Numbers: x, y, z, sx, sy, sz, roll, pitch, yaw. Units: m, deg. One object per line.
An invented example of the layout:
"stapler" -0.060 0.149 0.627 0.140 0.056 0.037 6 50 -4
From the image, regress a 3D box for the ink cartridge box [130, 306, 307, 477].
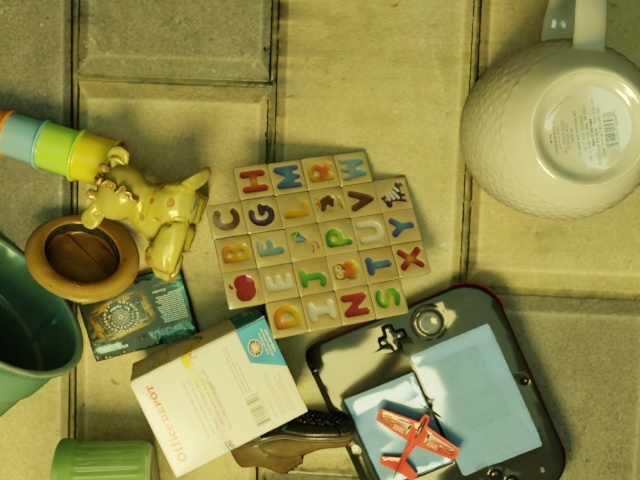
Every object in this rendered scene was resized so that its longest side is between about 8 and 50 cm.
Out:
"ink cartridge box" -0.169 0.238 1.568 0.232 0.168 0.171 -25 96 -8

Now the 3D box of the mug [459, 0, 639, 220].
"mug" 0.366 -0.213 1.443 0.276 0.328 0.374 4 96 1

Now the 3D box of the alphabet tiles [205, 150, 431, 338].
"alphabet tiles" 0.000 0.000 1.552 0.342 0.011 0.285 -9 75 -17

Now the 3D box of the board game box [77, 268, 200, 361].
"board game box" -0.312 0.125 1.653 0.186 0.026 0.126 -15 96 3

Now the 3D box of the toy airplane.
"toy airplane" 0.153 0.342 1.616 0.151 0.028 0.151 1 98 8

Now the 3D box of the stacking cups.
"stacking cups" -0.484 -0.174 1.601 0.316 0.096 0.096 20 96 3

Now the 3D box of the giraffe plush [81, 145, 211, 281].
"giraffe plush" -0.283 -0.053 1.543 0.170 0.210 0.181 21 60 -1

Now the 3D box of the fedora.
"fedora" -0.394 0.043 1.604 0.194 0.194 0.079 17 135 0

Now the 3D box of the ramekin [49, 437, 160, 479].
"ramekin" -0.337 0.465 1.561 0.148 0.303 0.304 -4 96 -5

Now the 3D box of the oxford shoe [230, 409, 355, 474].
"oxford shoe" -0.045 0.345 1.641 0.227 0.083 0.096 -8 109 19

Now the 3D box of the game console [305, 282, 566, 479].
"game console" 0.199 0.291 1.639 0.342 0.060 0.387 -24 94 4

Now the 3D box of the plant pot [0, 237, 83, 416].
"plant pot" -0.619 0.191 1.536 0.341 0.341 0.334 45 104 -3
